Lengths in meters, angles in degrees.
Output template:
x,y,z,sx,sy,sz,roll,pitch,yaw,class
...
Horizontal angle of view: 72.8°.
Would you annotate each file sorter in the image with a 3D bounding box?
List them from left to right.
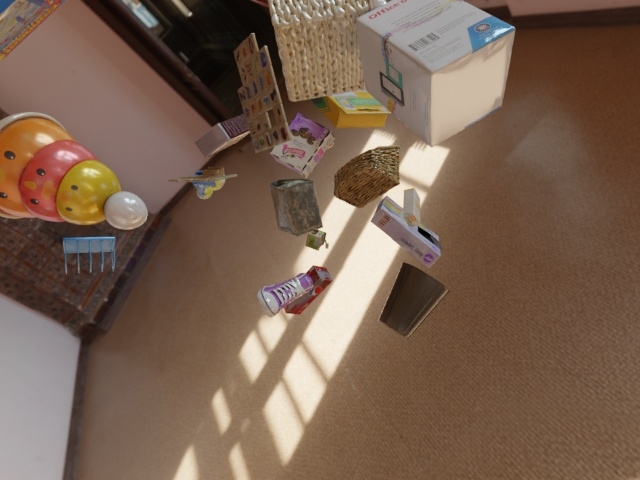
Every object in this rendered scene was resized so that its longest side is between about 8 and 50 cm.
x,y,z,sx,sy,sz,roll,pitch,yaw,class
-0.863,0.058,1.627,0.118,0.170,0.104,-43,56,53,file sorter

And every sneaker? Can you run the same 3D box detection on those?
x,y,z,sx,sy,sz,roll,pitch,yaw,class
-0.524,-0.258,1.927,0.240,0.126,0.091,-23,58,48,sneaker
-0.111,0.167,1.476,0.161,0.102,0.282,-31,-1,11,sneaker

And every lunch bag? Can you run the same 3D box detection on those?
x,y,z,sx,sy,sz,roll,pitch,yaw,class
-0.130,-0.164,2.024,0.169,0.235,0.287,-21,19,-25,lunch bag

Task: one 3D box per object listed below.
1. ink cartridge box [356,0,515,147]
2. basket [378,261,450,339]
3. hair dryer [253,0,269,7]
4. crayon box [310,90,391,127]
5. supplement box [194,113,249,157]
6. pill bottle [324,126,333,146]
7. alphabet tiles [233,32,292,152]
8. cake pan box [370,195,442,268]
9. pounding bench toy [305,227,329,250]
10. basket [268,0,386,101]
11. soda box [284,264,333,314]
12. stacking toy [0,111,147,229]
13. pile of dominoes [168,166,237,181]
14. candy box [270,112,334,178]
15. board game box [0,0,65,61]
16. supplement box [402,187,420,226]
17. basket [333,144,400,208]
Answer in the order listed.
x,y,z,sx,sy,sz,roll,pitch,yaw,class
0.239,-0.389,0.953,0.198,0.197,0.270,-30,55,-7,ink cartridge box
0.321,0.226,1.564,0.227,0.204,0.154,-56,4,-6,basket
-0.142,-0.924,1.523,0.294,0.223,0.080,-23,35,20,hair dryer
0.109,-0.503,1.616,0.323,0.203,0.083,-121,33,-45,crayon box
-0.352,-0.398,1.632,0.130,0.073,0.239,-28,14,28,supplement box
-0.030,-0.401,1.792,0.152,0.086,0.086,-26,33,-7,pill bottle
-0.142,-0.330,0.990,0.009,0.237,0.198,-20,12,-28,alphabet tiles
0.304,-0.035,1.518,0.070,0.267,0.246,-51,-1,22,cake pan box
0.000,0.000,1.537,0.065,0.083,0.052,-47,-26,-60,pounding bench toy
0.002,-0.601,1.156,0.267,0.331,0.328,-12,75,1,basket
-0.066,0.231,2.005,0.263,0.092,0.083,-47,52,24,soda box
-0.753,-0.167,1.354,0.480,0.350,0.350,21,64,9,stacking toy
-0.437,-0.248,1.615,0.196,0.040,0.251,0,12,7,pile of dominoes
-0.070,-0.364,1.669,0.165,0.070,0.196,33,86,20,candy box
-0.804,-0.565,1.084,0.308,0.086,0.302,-45,27,-2,board game box
0.274,-0.099,1.304,0.036,0.062,0.098,-9,57,27,supplement box
0.198,-0.324,1.997,0.299,0.214,0.223,-31,45,49,basket
